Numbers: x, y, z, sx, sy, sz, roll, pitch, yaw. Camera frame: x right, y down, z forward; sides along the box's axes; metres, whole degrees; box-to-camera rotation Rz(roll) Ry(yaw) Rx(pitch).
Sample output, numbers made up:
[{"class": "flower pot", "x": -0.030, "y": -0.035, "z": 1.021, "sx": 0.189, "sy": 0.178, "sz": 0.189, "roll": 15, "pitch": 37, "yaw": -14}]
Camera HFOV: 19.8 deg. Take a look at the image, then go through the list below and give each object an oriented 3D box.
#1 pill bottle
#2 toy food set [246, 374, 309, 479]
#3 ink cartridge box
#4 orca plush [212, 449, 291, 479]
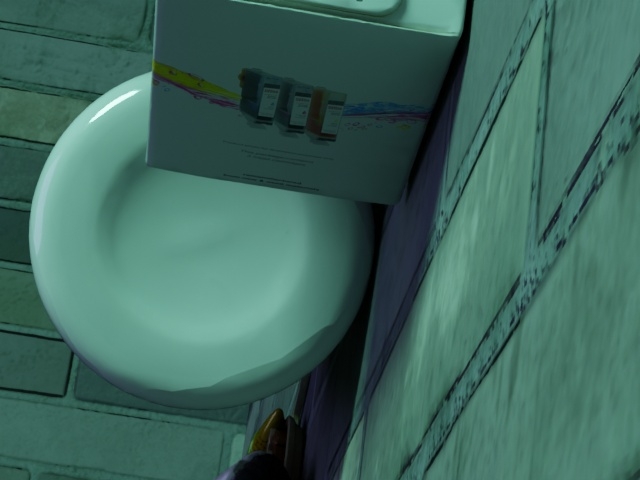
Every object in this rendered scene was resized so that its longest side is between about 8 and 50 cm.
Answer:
[{"class": "pill bottle", "x": -0.072, "y": 0.001, "z": 1.125, "sx": 0.334, "sy": 0.188, "sz": 0.188, "roll": 158, "pitch": 121, "yaw": -86}, {"class": "toy food set", "x": -0.040, "y": 0.193, "z": 1.360, "sx": 0.192, "sy": 0.038, "sz": 0.132, "roll": -85, "pitch": 5, "yaw": -49}, {"class": "ink cartridge box", "x": -0.006, "y": -0.114, "z": 0.816, "sx": 0.176, "sy": 0.127, "sz": 0.128, "roll": 108, "pitch": 170, "yaw": -66}, {"class": "orca plush", "x": -0.090, "y": 0.244, "z": 1.278, "sx": 0.287, "sy": 0.102, "sz": 0.151, "roll": -40, "pitch": -6, "yaw": 33}]
